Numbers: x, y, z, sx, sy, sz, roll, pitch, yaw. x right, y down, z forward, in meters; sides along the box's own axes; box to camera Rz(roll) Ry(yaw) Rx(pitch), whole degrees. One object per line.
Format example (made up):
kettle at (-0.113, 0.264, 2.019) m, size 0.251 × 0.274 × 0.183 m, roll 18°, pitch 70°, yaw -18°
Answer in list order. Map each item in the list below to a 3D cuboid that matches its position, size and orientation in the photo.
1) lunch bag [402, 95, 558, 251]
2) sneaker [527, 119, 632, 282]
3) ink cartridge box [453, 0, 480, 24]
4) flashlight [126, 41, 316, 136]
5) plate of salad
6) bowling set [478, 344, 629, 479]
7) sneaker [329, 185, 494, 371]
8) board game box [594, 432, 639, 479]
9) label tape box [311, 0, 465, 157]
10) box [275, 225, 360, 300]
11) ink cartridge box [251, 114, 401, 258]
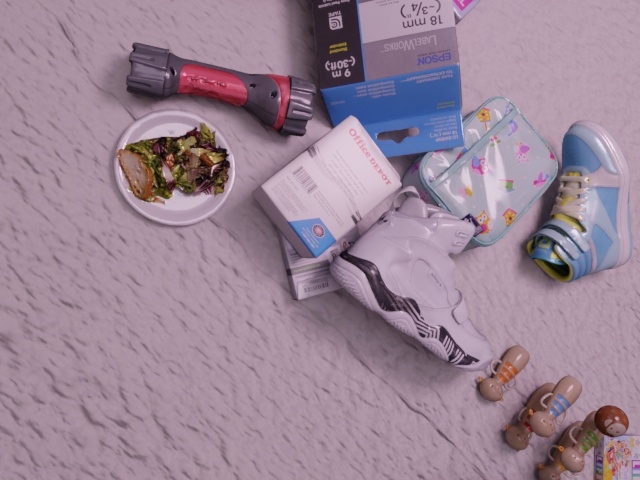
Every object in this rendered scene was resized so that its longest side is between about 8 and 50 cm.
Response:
lunch bag at (0.305, -0.130, 1.042) m, size 0.279 × 0.108 × 0.224 m, roll -42°, pitch 98°, yaw -17°
sneaker at (0.497, -0.062, 1.069) m, size 0.208 × 0.127 × 0.319 m, roll -21°, pitch 102°, yaw -18°
ink cartridge box at (0.310, -0.606, 1.119) m, size 0.186 × 0.065 × 0.311 m, roll 46°, pitch 72°, yaw -9°
flashlight at (-0.164, -0.252, 0.910) m, size 0.303 × 0.103 × 0.103 m, roll 8°, pitch 85°, yaw -18°
plate of salad at (-0.239, -0.125, 0.900) m, size 0.199 × 0.048 × 0.200 m, roll 2°, pitch 83°, yaw -17°
bowling set at (0.439, 0.341, 0.998) m, size 0.154 × 0.200 × 0.287 m, roll -44°, pitch 94°, yaw -15°
sneaker at (0.210, 0.072, 0.935) m, size 0.365 × 0.137 × 0.210 m, roll 35°, pitch 95°, yaw -21°
board game box at (0.620, 0.483, 1.124) m, size 0.103 × 0.026 × 0.154 m, roll 7°, pitch 82°, yaw -17°
label tape box at (0.120, -0.323, 0.953) m, size 0.240 × 0.106 × 0.334 m, roll -7°, pitch 85°, yaw 13°
box at (0.000, 0.000, 0.969) m, size 0.145 × 0.038 × 0.186 m, roll -14°, pitch 90°, yaw -19°
ink cartridge box at (0.012, -0.088, 0.912) m, size 0.203 × 0.086 × 0.148 m, roll -40°, pitch 99°, yaw -16°
